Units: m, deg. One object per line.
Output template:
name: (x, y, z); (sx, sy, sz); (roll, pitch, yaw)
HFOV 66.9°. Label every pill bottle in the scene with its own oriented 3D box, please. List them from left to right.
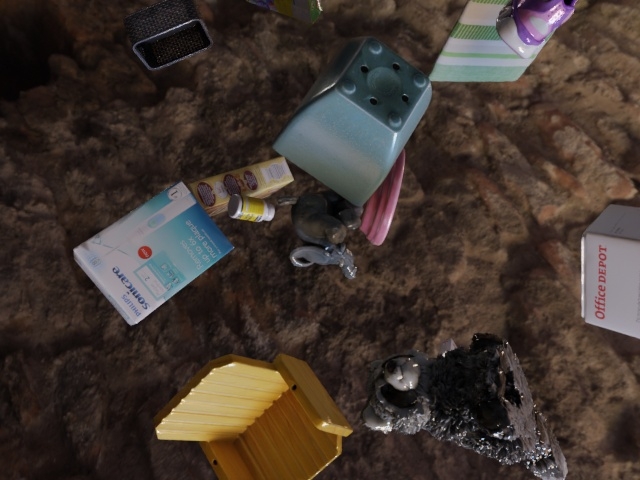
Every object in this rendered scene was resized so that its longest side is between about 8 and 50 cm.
pill bottle: (-0.185, -0.085, 1.303); (0.117, 0.065, 0.065); (8, -133, -38)

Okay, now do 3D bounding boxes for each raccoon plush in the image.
raccoon plush: (0.280, 0.389, 0.990); (0.446, 0.299, 0.216); (60, -148, -15)

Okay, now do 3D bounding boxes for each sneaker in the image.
sneaker: (0.347, -0.388, 0.744); (0.095, 0.105, 0.236); (31, -122, -19)

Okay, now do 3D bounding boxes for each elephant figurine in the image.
elephant figurine: (0.000, 0.000, 1.163); (0.169, 0.239, 0.186); (-32, -115, -35)

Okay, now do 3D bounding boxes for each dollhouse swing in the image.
dollhouse swing: (-0.175, 0.487, 1.203); (0.315, 0.347, 0.305); (51, -166, 25)

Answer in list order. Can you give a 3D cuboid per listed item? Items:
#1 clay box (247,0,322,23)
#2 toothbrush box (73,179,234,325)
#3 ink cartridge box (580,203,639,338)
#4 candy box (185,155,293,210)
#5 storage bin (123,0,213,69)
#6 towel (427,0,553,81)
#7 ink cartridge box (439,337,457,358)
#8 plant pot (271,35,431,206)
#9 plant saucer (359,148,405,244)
clay box: (-0.107, -0.589, 1.099); (0.222, 0.127, 0.053); (28, -108, 17)
toothbrush box: (-0.400, 0.029, 1.173); (0.296, 0.126, 0.216); (-40, -83, -27)
ink cartridge box: (0.593, 0.067, 0.782); (0.117, 0.207, 0.283); (-35, -147, -31)
candy box: (-0.258, -0.147, 1.429); (0.317, 0.183, 0.087); (-23, -89, -35)
storage bin: (-0.376, -0.517, 1.203); (0.180, 0.122, 0.084); (-22, -101, 1)
towel: (0.391, -0.459, 0.995); (0.248, 0.324, 0.038); (-5, -117, -16)
ink cartridge box: (0.415, 0.413, 1.493); (0.145, 0.045, 0.179); (57, -153, -18)
plant pot: (0.085, -0.260, 0.994); (0.247, 0.252, 0.247); (34, -108, -8)
plant saucer: (0.191, -0.152, 1.582); (0.084, 0.332, 0.332); (13, -137, 0)
